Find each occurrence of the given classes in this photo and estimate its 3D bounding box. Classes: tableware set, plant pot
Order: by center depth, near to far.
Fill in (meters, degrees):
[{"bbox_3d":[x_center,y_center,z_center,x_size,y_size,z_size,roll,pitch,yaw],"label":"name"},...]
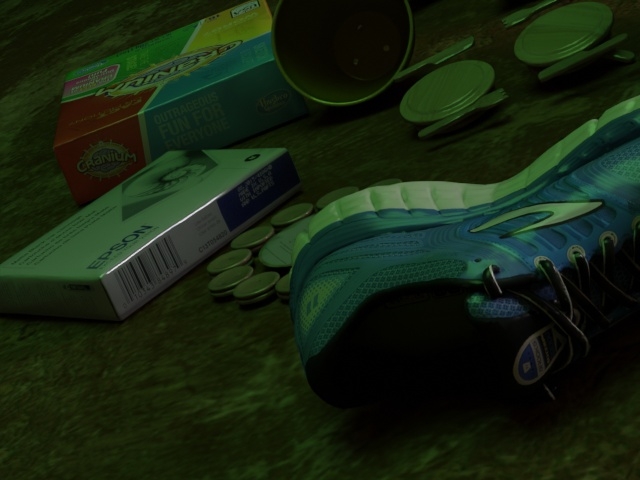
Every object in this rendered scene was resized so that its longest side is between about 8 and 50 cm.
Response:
[{"bbox_3d":[0.160,-0.138,1.428,0.194,0.039,0.128,-26,30,6],"label":"tableware set"},{"bbox_3d":[0.032,-0.186,1.586,0.134,0.134,0.095,-17,-7,15],"label":"plant pot"}]

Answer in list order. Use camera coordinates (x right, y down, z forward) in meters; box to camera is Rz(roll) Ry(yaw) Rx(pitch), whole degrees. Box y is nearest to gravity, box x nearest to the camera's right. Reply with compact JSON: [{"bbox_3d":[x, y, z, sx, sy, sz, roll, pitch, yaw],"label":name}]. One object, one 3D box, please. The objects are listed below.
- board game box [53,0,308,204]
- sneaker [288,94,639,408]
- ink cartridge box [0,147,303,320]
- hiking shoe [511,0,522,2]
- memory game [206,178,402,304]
[{"bbox_3d":[-0.146,-0.152,1.748,0.242,0.064,0.316,-22,19,1],"label":"board game box"},{"bbox_3d":[0.137,0.024,0.931,0.330,0.130,0.147,-19,33,18],"label":"sneaker"},{"bbox_3d":[-0.164,-0.009,1.415,0.224,0.045,0.223,-1,28,46],"label":"ink cartridge box"},{"bbox_3d":[0.196,-0.291,1.718,0.114,0.086,0.227,-30,20,-24],"label":"hiking shoe"},{"bbox_3d":[0.000,0.000,1.266,0.186,0.012,0.186,-20,19,7],"label":"memory game"}]
